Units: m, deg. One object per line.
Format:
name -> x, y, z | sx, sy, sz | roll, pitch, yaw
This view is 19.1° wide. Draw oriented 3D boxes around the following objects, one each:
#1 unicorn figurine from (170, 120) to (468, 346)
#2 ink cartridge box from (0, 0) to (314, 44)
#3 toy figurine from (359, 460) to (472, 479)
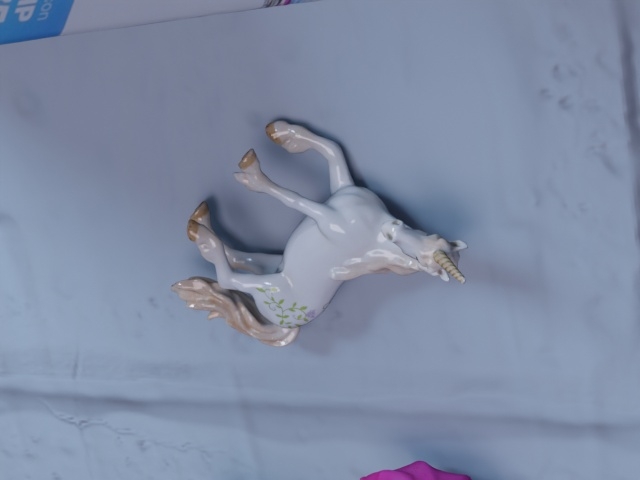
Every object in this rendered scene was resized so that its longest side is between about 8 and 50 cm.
unicorn figurine -> 0.000, 0.000, 0.922 | 0.111, 0.060, 0.162 | 40, 142, -4
ink cartridge box -> -0.050, -0.210, 0.645 | 0.198, 0.270, 0.197 | 49, 133, 29
toy figurine -> 0.031, 0.184, 0.992 | 0.159, 0.130, 0.173 | -28, 128, 23
